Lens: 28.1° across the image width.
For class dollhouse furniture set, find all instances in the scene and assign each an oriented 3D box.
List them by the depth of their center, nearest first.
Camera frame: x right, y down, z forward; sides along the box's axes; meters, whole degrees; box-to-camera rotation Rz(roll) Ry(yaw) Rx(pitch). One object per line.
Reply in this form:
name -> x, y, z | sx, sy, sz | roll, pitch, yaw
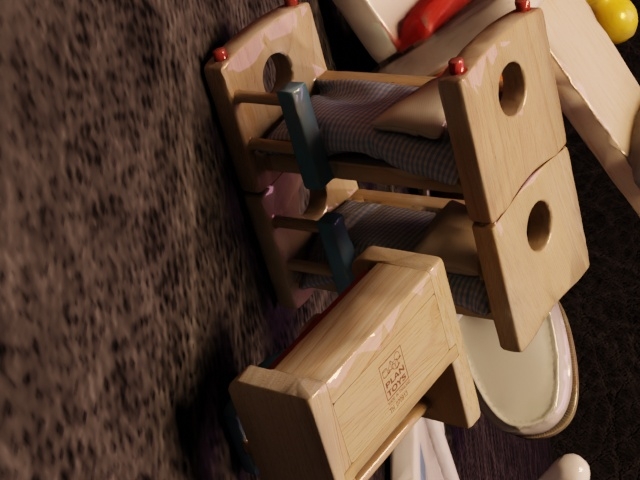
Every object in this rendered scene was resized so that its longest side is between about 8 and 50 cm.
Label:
dollhouse furniture set -> 0.000, 0.000, 0.499 | 0.183, 0.129, 0.129 | -44, 129, -39

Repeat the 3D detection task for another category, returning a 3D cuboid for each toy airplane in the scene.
toy airplane -> 0.157, -0.202, 0.914 | 0.386, 0.272, 0.384 | 33, 34, -49

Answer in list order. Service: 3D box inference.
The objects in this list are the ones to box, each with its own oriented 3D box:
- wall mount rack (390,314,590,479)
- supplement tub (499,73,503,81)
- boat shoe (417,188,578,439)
wall mount rack -> 0.101, 0.154, 0.745 | 0.350, 0.130, 0.304 | -86, 162, -49
supplement tub -> 0.165, -0.109, 1.269 | 0.190, 0.117, 0.117 | 56, 28, -63
boat shoe -> 0.136, 0.020, 1.082 | 0.103, 0.113, 0.302 | 41, 30, -69
